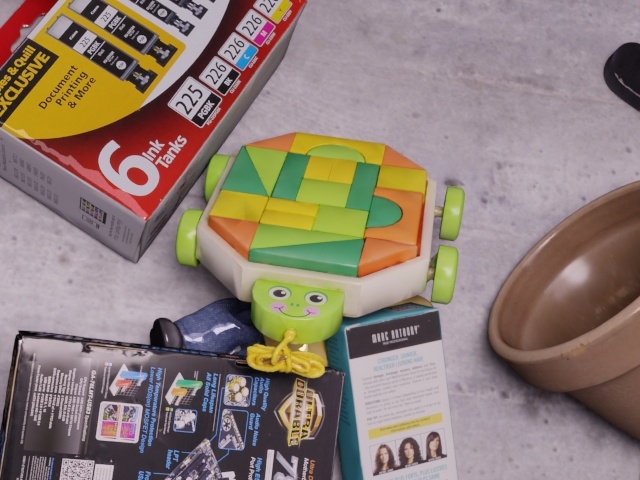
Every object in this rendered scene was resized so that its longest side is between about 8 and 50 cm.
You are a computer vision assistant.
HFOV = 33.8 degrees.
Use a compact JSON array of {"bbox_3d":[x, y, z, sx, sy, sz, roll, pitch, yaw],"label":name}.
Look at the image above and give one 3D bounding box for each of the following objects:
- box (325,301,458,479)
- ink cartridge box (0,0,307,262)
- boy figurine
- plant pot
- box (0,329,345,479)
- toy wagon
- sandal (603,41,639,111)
[{"bbox_3d":[0.071,0.189,1.014,0.100,0.060,0.244,-9,96,-21],"label":"box"},{"bbox_3d":[-0.213,-0.185,1.087,0.271,0.130,0.309,32,65,-1],"label":"ink cartridge box"},{"bbox_3d":[-0.024,0.088,1.059,0.285,0.092,0.177,-15,80,-21],"label":"boy figurine"},{"bbox_3d":[0.342,0.103,1.093,0.229,0.263,0.263,48,64,-16],"label":"plant pot"},{"bbox_3d":[-0.139,0.241,0.926,0.293,0.073,0.296,8,86,-20],"label":"box"},{"bbox_3d":[0.000,0.000,1.013,0.267,0.068,0.344,8,32,5],"label":"toy wagon"},{"bbox_3d":[0.471,-0.162,1.310,0.254,0.054,0.097,29,65,-4],"label":"sandal"}]
